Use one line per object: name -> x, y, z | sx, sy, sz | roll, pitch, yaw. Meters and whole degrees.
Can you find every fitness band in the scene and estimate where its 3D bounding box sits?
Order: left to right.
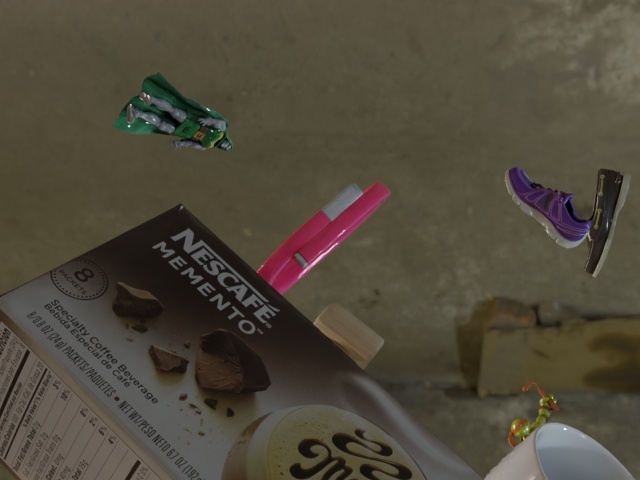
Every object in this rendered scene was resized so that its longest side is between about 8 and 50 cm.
fitness band -> 0.000, 0.000, 1.598 | 0.054, 0.291, 0.209 | 48, 163, 6

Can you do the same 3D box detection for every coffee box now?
coffee box -> -0.054, 0.135, 0.589 | 0.297, 0.168, 0.119 | 42, 128, 11

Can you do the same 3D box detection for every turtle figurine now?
turtle figurine -> 0.451, 0.425, 1.914 | 0.217, 0.269, 0.087 | 38, 127, -7

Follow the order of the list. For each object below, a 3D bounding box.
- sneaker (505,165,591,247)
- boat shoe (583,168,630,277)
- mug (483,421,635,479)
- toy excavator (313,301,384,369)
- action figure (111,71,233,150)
sneaker -> 0.378, -0.066, 1.586 | 0.170, 0.068, 0.071 | 45, 122, 13
boat shoe -> 0.587, -0.037, 2.022 | 0.069, 0.081, 0.227 | 17, 97, 12
mug -> 0.362, 0.544, 1.600 | 0.276, 0.374, 0.328 | 31, 118, -14
toy excavator -> -0.120, 0.315, 1.071 | 0.222, 0.433, 0.445 | 39, 120, 6
action figure -> -0.242, -0.208, 1.728 | 0.137, 0.063, 0.232 | -39, 146, 26
